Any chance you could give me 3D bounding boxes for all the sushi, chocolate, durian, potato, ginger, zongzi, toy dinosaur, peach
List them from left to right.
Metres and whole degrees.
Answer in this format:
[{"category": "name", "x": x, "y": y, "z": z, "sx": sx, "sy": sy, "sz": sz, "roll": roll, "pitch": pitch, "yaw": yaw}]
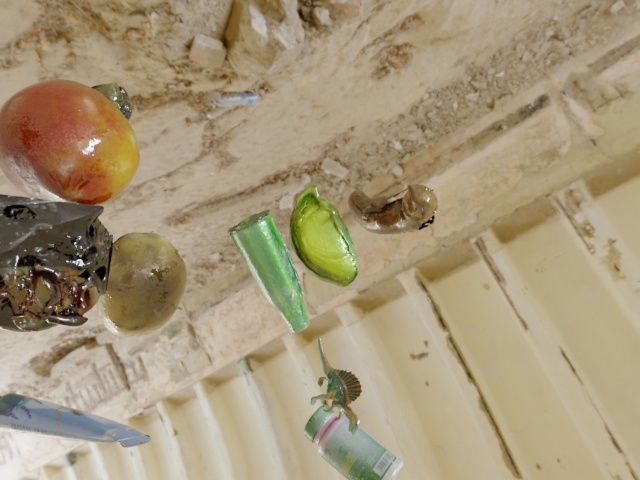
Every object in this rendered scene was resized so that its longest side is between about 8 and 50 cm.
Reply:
[{"category": "sushi", "x": -0.496, "y": 0.055, "z": 0.762, "sx": 0.216, "sy": 0.212, "sz": 0.227, "roll": 8, "pitch": 157, "yaw": -20}, {"category": "peach", "x": -0.598, "y": -0.218, "z": 1.051, "sx": 0.308, "sy": 0.332, "sz": 0.307, "roll": -19, "pitch": 144, "yaw": -15}, {"category": "zongzi", "x": -0.703, "y": -0.374, "z": 1.403, "sx": 0.286, "sy": 0.138, "sz": 0.300, "roll": -18, "pitch": 177, "yaw": 0}, {"category": "potato", "x": -0.457, "y": 0.131, "z": 1.170, "sx": 0.239, "sy": 0.298, "sz": 0.116, "roll": 5, "pitch": -170, "yaw": -43}, {"category": "chocolate", "x": -0.103, "y": 0.080, "z": 1.010, "sx": 0.110, "sy": 0.291, "sz": 0.110, "roll": -22, "pitch": -164, "yaw": 6}, {"category": "durian", "x": 0.000, "y": 0.000, "z": 1.044, "sx": 0.139, "sy": 0.250, "sz": 0.101, "roll": -31, "pitch": 172, "yaw": -9}, {"category": "toy dinosaur", "x": 0.038, "y": 0.302, "z": 0.918, "sx": 0.107, "sy": 0.187, "sz": 0.044, "roll": -1, "pitch": 167, "yaw": 27}, {"category": "ginger", "x": 0.181, "y": -0.074, "z": 1.097, "sx": 0.309, "sy": 0.133, "sz": 0.107, "roll": -7, "pitch": -130, "yaw": 60}]

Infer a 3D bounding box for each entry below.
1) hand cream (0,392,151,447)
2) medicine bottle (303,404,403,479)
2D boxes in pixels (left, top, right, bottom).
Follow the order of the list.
[{"category": "hand cream", "x": -0.391, "y": 0.280, "z": 0.668, "sx": 0.256, "sy": 0.055, "sz": 0.088, "roll": 10, "pitch": 160, "yaw": 8}, {"category": "medicine bottle", "x": 0.085, "y": 0.589, "z": 1.239, "sx": 0.133, "sy": 0.274, "sz": 0.133, "roll": -41, "pitch": 150, "yaw": -30}]
